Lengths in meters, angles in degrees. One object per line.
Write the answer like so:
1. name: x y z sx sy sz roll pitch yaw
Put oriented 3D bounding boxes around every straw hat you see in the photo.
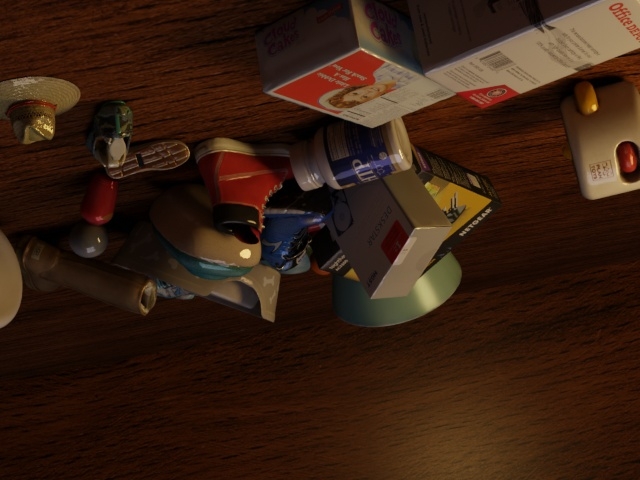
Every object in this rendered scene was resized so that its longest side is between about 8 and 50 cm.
1. straw hat: -0.384 -0.161 1.319 0.144 0.061 0.144 -10 167 -2

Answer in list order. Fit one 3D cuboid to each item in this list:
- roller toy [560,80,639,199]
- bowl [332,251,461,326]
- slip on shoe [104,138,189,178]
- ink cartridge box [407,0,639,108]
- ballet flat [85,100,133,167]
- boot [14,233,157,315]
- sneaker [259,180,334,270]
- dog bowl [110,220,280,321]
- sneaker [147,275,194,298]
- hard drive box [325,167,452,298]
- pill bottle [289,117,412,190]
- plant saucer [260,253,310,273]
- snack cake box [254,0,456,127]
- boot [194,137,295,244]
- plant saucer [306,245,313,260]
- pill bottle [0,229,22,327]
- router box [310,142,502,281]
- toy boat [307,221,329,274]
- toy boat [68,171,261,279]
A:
1. roller toy: 0.500 -0.175 1.740 0.146 0.191 0.209 -14 167 13
2. bowl: 0.153 0.042 2.257 0.311 0.163 0.311 -15 -154 8
3. slip on shoe: -0.279 -0.134 1.578 0.135 0.051 0.041 -18 -151 -11
4. ink cartridge box: 0.280 -0.285 1.259 0.272 0.114 0.197 -18 165 29
5. ballet flat: -0.310 -0.142 1.457 0.070 0.070 0.188 -8 167 -14
6. boot: -0.456 0.087 1.963 0.269 0.089 0.236 19 167 5
7. sneaker: -0.056 -0.029 1.852 0.129 0.147 0.330 -39 -169 -26
8. dog bowl: -0.238 0.059 1.974 0.348 0.102 0.349 20 175 2
9. sneaker: -0.342 0.089 2.307 0.122 0.110 0.283 -3 165 -19
10. hard drive box: 0.109 -0.042 1.755 0.089 0.232 0.181 -3 136 -35
11. pill bottle: 0.049 -0.147 1.645 0.186 0.112 0.112 -16 166 17
12. plant saucer: -0.114 0.020 2.099 0.195 0.037 0.195 27 155 14
13. snack cake box: 0.054 -0.236 1.324 0.152 0.089 0.264 -18 165 32
14. boot: -0.096 -0.075 1.677 0.244 0.176 0.088 -1 159 -45
15. plant saucer: -0.068 0.012 2.353 0.188 0.045 0.188 -9 166 -11
16. pill bottle: -0.741 0.096 1.763 0.362 0.210 0.210 -15 166 15
17. router box: 0.168 -0.035 1.961 0.243 0.081 0.309 17 130 -39
18. toy boat: 0.000 0.000 2.127 0.231 0.151 0.151 -15 167 16
19. toy boat: -0.269 -0.017 1.719 0.318 0.148 0.267 12 -161 -24
